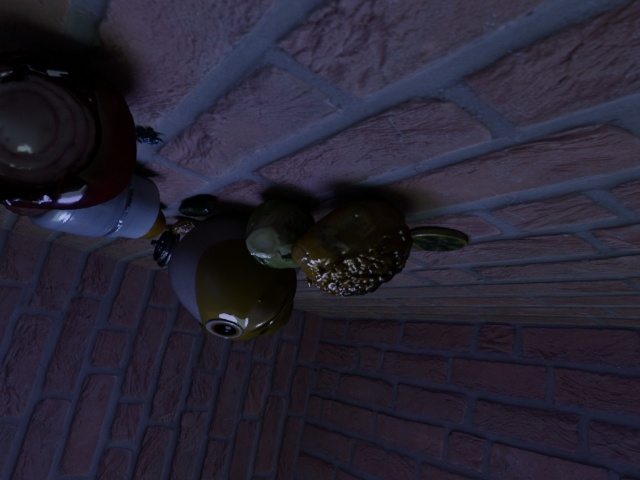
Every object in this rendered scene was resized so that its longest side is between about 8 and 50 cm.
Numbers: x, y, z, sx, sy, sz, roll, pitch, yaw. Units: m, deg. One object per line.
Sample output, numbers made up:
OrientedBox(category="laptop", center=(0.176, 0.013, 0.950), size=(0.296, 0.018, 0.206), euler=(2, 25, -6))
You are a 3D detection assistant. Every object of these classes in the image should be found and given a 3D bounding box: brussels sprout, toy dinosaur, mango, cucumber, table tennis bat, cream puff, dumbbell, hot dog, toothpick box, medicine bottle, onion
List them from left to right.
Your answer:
OrientedBox(category="onion", center=(-0.539, -0.211, 0.902), size=(0.340, 0.342, 0.341), euler=(10, 165, 3))
OrientedBox(category="medicine bottle", center=(-0.657, -0.129, 1.344), size=(0.244, 0.245, 0.306), euler=(0, 170, 33))
OrientedBox(category="mango", center=(-0.704, -0.083, 1.742), size=(0.254, 0.140, 0.175), euler=(8, 162, 34))
OrientedBox(category="toy dinosaur", center=(-0.433, -0.256, 1.142), size=(0.083, 0.031, 0.047), euler=(9, 165, 9))
OrientedBox(category="dumbbell", center=(-0.613, 0.051, 2.055), size=(0.289, 0.192, 0.192), euler=(22, 161, -31))
OrientedBox(category="hot dog", center=(-0.535, -0.050, 1.881), size=(0.147, 0.065, 0.099), euler=(4, 167, -21))
OrientedBox(category="cucumber", center=(-0.438, -0.113, 1.599), size=(0.069, 0.069, 0.227), euler=(24, 164, -39))
OrientedBox(category="toothpick box", center=(-0.299, 0.149, 1.648), size=(0.425, 0.409, 0.409), euler=(40, 169, 12))
OrientedBox(category="brussels sprout", center=(-0.126, -0.018, 1.413), size=(0.209, 0.220, 0.271), euler=(4, -171, 15))
OrientedBox(category="cream puff", center=(0.101, 0.038, 1.299), size=(0.342, 0.231, 0.327), euler=(-16, 163, -39))
OrientedBox(category="table tennis bat", center=(0.332, 0.004, 1.542), size=(0.320, 0.050, 0.198), euler=(-5, 160, 33))

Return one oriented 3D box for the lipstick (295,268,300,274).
OrientedBox(category="lipstick", center=(-0.175, 0.173, 1.865), size=(0.076, 0.372, 0.079), euler=(33, 180, 31))
